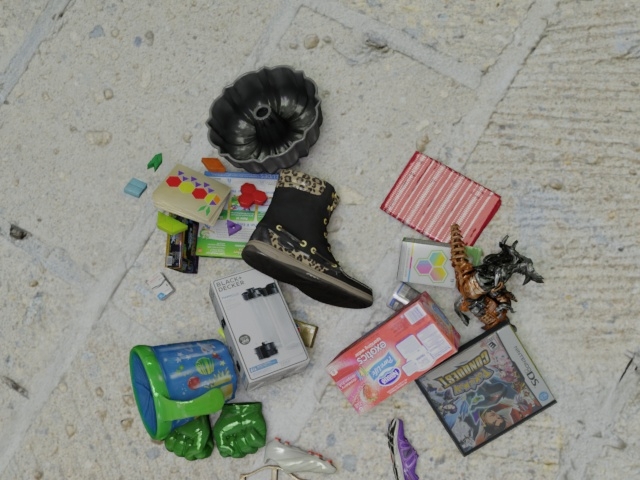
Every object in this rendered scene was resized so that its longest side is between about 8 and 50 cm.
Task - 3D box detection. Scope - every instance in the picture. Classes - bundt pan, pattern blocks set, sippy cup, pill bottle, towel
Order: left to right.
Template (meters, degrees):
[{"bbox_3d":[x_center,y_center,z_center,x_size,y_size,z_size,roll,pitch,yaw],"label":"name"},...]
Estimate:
[{"bbox_3d":[-0.341,0.355,1.537,0.224,0.240,0.305,-12,48,-29],"label":"sippy cup"},{"bbox_3d":[-0.339,-0.121,1.629,0.325,0.026,0.285,32,53,9],"label":"pattern blocks set"},{"bbox_3d":[-0.142,-0.319,1.677,0.331,0.124,0.330,-7,62,14],"label":"bundt pan"},{"bbox_3d":[0.249,0.174,1.594,0.137,0.078,0.078,31,86,11],"label":"pill bottle"},{"bbox_3d":[0.328,-0.099,1.653,0.275,0.031,0.198,32,88,13],"label":"towel"}]

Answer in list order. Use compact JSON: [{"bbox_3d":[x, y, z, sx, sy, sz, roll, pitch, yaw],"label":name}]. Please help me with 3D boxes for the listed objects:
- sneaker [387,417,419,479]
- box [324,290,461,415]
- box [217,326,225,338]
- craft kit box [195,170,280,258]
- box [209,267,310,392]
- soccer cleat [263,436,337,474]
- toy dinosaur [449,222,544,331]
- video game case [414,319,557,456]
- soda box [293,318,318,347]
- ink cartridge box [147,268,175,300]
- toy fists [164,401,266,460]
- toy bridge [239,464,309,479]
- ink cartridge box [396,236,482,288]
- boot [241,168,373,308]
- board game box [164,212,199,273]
[{"bbox_3d":[0.215,0.538,1.557,0.071,0.068,0.169,-9,88,-9],"label":"sneaker"},{"bbox_3d":[0.183,0.278,1.510,0.300,0.142,0.154,-40,84,17],"label":"box"},{"bbox_3d":[-0.188,0.292,1.619,0.178,0.109,0.042,43,86,12],"label":"box"},{"bbox_3d":[-0.214,-0.068,1.711,0.250,0.061,0.246,4,79,9],"label":"craft kit box"},{"bbox_3d":[-0.161,0.217,1.549,0.169,0.087,0.289,-16,65,-19],"label":"box"},{"bbox_3d":[-0.054,0.577,1.575,0.196,0.068,0.076,15,70,18],"label":"soccer cleat"},{"bbox_3d":[0.421,0.103,1.522,0.218,0.322,0.164,-31,34,5],"label":"toy dinosaur"},{"bbox_3d":[0.411,0.372,1.517,0.275,0.035,0.248,-32,98,3],"label":"video game case"},{"bbox_3d":[-0.102,0.236,1.643,0.181,0.058,0.061,15,83,10],"label":"soda box"},{"bbox_3d":[-0.457,0.124,1.725,0.048,0.028,0.083,-39,77,0],"label":"ink cartridge box"},{"bbox_3d":[-0.280,0.508,1.605,0.279,0.096,0.142,-5,81,6],"label":"toy fists"},{"bbox_3d":[-0.121,0.627,1.598,0.188,0.026,0.063,2,80,8],"label":"toy bridge"},{"bbox_3d":[0.312,0.062,1.595,0.209,0.062,0.108,8,103,9],"label":"ink cartridge box"},{"bbox_3d":[0.000,0.000,1.610,0.378,0.138,0.284,25,61,-16],"label":"boot"},{"bbox_3d":[-0.377,0.001,1.677,0.048,0.141,0.170,1,81,9],"label":"board game box"}]
